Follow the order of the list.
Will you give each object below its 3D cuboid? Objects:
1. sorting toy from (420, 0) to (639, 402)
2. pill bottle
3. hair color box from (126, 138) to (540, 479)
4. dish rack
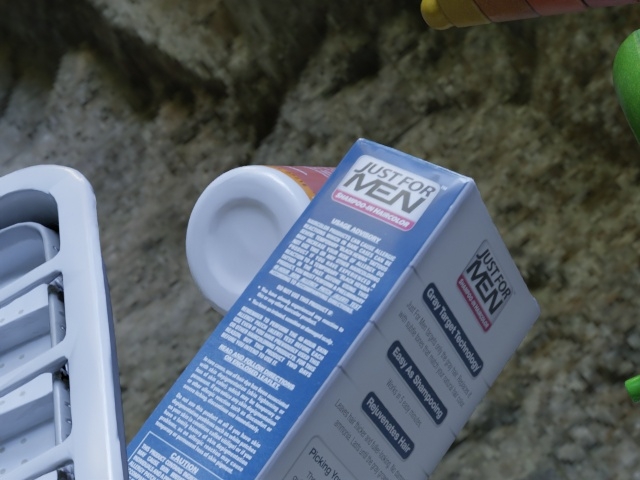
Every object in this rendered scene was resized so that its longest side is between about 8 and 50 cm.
[{"bbox_3d":[0.161,-0.063,0.757,0.127,0.126,0.366,17,48,-61],"label":"sorting toy"},{"bbox_3d":[0.000,0.000,1.022,0.121,0.121,0.216,51,26,19],"label":"pill bottle"},{"bbox_3d":[-0.004,0.123,0.849,0.105,0.347,0.174,25,-19,38],"label":"hair color box"},{"bbox_3d":[-0.225,0.128,0.570,0.072,0.332,0.286,58,10,-42],"label":"dish rack"}]
